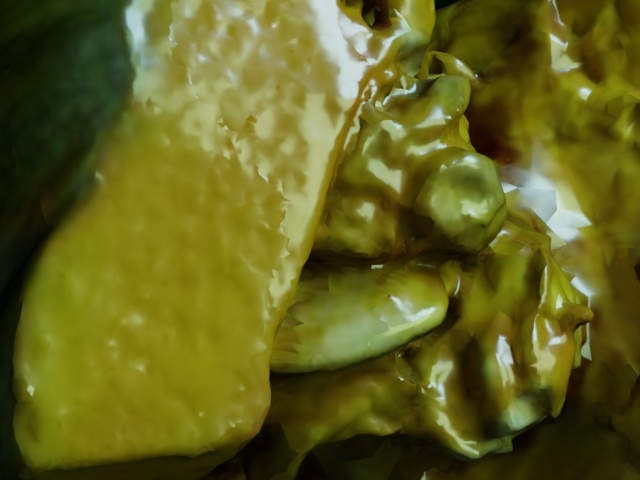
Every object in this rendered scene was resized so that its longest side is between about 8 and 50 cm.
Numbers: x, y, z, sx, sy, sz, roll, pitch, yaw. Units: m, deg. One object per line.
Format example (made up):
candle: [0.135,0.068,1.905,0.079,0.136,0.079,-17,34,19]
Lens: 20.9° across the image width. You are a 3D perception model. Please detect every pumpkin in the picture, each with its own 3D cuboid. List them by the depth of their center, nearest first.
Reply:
pumpkin: [0.000,0.000,0.579,0.303,0.256,0.225,5,66,-18]

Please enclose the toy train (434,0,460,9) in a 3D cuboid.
toy train: [0.069,-0.209,0.840,0.429,0.178,0.249,16,66,-38]
